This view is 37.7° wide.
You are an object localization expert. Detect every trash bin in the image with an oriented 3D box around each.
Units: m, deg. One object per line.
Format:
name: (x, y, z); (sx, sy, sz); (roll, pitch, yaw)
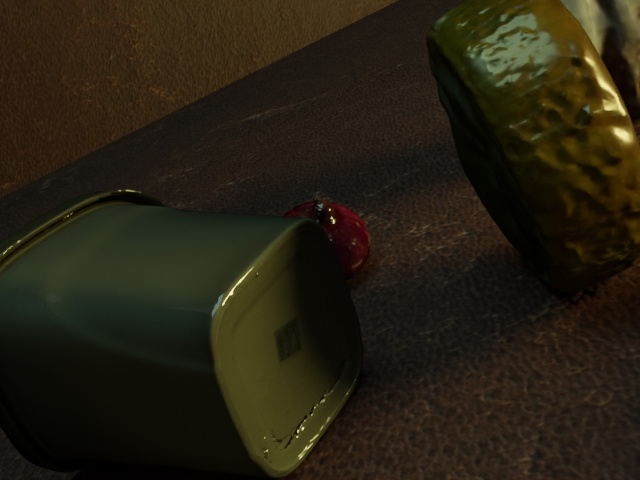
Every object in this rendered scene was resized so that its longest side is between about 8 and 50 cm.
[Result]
trash bin: (-0.120, 0.079, 0.775); (0.250, 0.220, 0.219); (1, 33, 35)

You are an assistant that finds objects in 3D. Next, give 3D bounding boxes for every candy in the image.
candy: (0.178, -0.083, 0.761); (0.118, 0.260, 0.260); (-29, 21, 3)
candy: (0.304, -0.236, 1.042); (0.289, 0.214, 0.157); (-14, 24, 18)

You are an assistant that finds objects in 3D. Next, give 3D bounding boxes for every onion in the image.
onion: (0.000, 0.000, 0.982); (0.107, 0.097, 0.107); (-4, 33, 2)
